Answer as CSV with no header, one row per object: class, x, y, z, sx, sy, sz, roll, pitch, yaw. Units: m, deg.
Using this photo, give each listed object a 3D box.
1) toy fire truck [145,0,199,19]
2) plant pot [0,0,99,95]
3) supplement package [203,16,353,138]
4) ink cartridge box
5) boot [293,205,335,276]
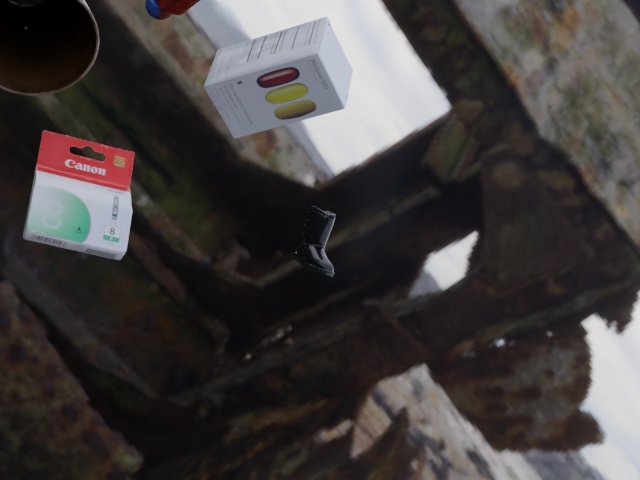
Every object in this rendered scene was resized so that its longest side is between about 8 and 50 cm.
toy fire truck,-0.228,-0.503,1.779,0.169,0.254,0.302,6,52,-30
plant pot,-0.509,-0.405,1.887,0.215,0.215,0.230,55,8,-42
supplement package,-0.078,-0.314,2.085,0.134,0.244,0.139,-79,147,-46
ink cartridge box,-0.429,-0.090,1.950,0.056,0.181,0.224,143,-44,-59
boot,0.001,0.000,1.792,0.045,0.099,0.121,19,5,-29
